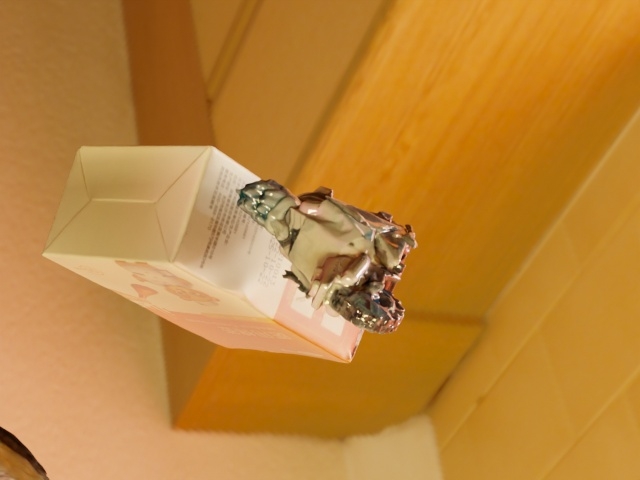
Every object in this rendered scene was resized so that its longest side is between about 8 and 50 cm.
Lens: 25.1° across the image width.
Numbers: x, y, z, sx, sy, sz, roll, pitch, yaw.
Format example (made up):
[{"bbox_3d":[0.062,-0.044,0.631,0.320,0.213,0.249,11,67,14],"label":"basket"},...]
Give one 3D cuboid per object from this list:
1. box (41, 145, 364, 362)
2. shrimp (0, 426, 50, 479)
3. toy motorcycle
[{"bbox_3d":[-0.118,0.020,1.688,0.341,0.225,0.143,32,-111,-46],"label":"box"},{"bbox_3d":[-0.360,0.145,0.971,0.445,0.085,0.272,23,-155,-3],"label":"shrimp"},{"bbox_3d":[-0.003,0.005,1.499,0.204,0.108,0.239,25,-171,-5],"label":"toy motorcycle"}]
